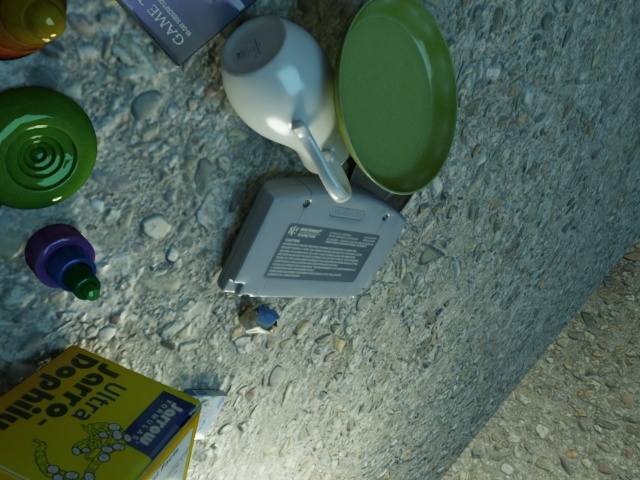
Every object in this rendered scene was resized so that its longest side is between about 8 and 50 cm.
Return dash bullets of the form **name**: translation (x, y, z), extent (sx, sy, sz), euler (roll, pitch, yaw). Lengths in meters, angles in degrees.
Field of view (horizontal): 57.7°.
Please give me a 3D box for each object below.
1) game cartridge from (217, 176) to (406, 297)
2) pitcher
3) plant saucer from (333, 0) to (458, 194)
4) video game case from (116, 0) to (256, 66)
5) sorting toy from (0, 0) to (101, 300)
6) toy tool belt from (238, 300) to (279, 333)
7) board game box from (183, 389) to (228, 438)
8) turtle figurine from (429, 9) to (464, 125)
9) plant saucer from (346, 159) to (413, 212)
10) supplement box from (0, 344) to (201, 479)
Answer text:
- **game cartridge**: translation (0.000, 0.000, 0.911), extent (0.297, 0.062, 0.198), euler (7, 115, -44)
- **pitcher**: translation (-0.025, -0.151, 0.701), extent (0.125, 0.178, 0.207), euler (-28, 147, 10)
- **plant saucer**: translation (0.092, -0.178, 0.720), extent (0.241, 0.037, 0.241), euler (-5, 98, -45)
- **video game case**: translation (-0.094, -0.321, 0.553), extent (0.274, 0.026, 0.196), euler (-38, 144, 4)
- **sorting toy**: translation (-0.248, -0.086, 0.535), extent (0.127, 0.126, 0.365), euler (-24, 133, -36)
- **toy tool belt**: translation (-0.090, 0.124, 0.946), extent (0.083, 0.052, 0.051), euler (14, 115, -53)
- **board game box**: translation (-0.209, 0.290, 0.966), extent (0.090, 0.020, 0.090), euler (22, 100, -53)
- **turtle figurine**: translation (0.131, -0.209, 0.864), extent (0.234, 0.175, 0.118), euler (-49, 162, 4)
- **plant saucer**: translation (0.106, -0.113, 0.996), extent (0.198, 0.036, 0.198), euler (-30, 138, -31)
- **supplement box**: translation (-0.299, 0.347, 0.708), extent (0.194, 0.195, 0.356), euler (-49, 157, -64)
